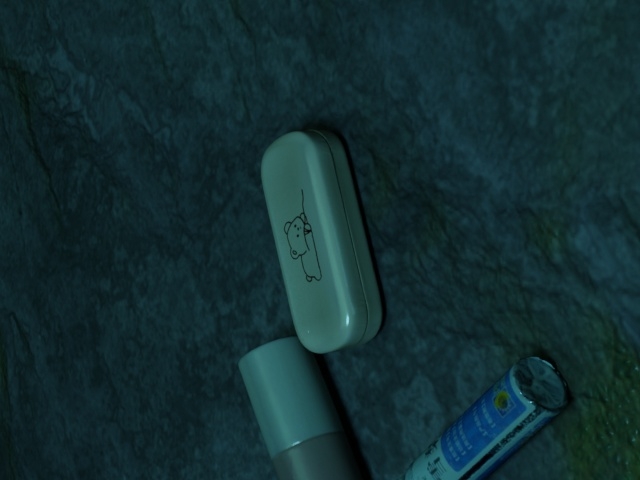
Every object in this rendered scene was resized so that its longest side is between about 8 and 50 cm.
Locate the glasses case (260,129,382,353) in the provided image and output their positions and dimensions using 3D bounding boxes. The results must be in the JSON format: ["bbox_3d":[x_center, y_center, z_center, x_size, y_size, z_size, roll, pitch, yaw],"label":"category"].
[{"bbox_3d":[0.000,0.000,1.176,0.083,0.050,0.196,-26,74,45],"label":"glasses case"}]

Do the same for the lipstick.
[{"bbox_3d":[0.001,0.211,1.177,0.070,0.070,0.254,-41,63,43],"label":"lipstick"}]

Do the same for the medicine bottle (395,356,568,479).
[{"bbox_3d":[0.118,0.163,1.052,0.191,0.051,0.051,-50,57,39],"label":"medicine bottle"}]
